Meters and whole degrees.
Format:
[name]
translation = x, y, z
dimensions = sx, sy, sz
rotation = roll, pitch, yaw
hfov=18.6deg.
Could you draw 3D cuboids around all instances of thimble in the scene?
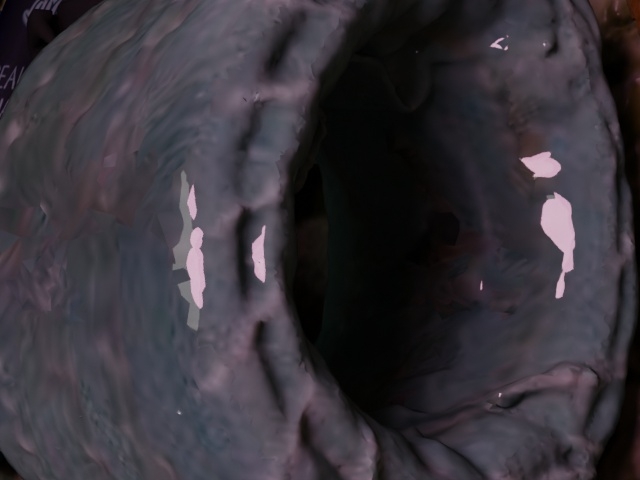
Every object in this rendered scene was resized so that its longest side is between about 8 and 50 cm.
[thimble]
translation = 0.000, 0.000, 0.634
dimensions = 0.143, 0.198, 0.235
rotation = -9, 42, 47

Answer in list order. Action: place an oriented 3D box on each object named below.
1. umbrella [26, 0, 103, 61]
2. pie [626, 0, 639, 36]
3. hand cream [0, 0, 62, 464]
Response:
[umbrella]
translation = -0.057, -0.016, 0.761
dimensions = 0.122, 0.110, 0.272
rotation = 115, 153, -68
[pie]
translation = 0.121, -0.105, 0.571
dimensions = 0.046, 0.195, 0.195
rotation = -16, 61, -4
[hand cream]
translation = -0.137, -0.027, 0.890
dimensions = 0.120, 0.061, 0.270
rotation = 12, 82, 52
